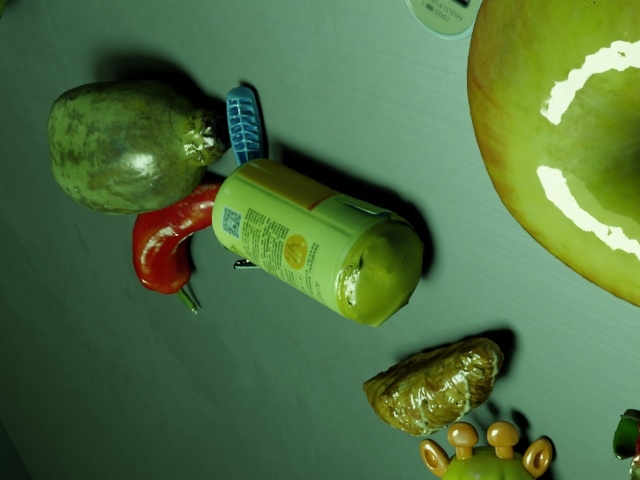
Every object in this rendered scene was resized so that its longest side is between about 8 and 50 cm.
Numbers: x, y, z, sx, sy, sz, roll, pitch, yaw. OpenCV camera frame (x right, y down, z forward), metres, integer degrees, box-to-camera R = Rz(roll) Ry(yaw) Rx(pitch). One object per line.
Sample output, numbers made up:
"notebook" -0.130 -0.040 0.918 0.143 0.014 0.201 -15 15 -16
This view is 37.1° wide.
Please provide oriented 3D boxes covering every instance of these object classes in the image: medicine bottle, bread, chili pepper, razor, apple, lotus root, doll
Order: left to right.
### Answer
"lotus root" -0.234 -0.122 1.190 0.309 0.173 0.173 -1 121 46
"chili pepper" -0.201 0.004 1.333 0.137 0.092 0.368 39 151 2
"razor" -0.080 -0.068 1.132 0.082 0.042 0.253 -3 130 5
"medicine bottle" 0.000 0.000 1.020 0.239 0.124 0.124 26 141 37
"bread" 0.123 0.164 1.032 0.076 0.105 0.233 55 146 -1
"doll" 0.195 0.291 1.071 0.143 0.135 0.221 -4 117 19
"apple" 0.221 -0.095 0.500 0.286 0.233 0.286 30 140 29

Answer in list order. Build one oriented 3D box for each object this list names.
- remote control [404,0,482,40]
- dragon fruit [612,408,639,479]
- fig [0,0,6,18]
"remote control" 0.111 -0.248 0.675 0.087 0.047 0.244 37 146 19
"dragon fruit" 0.336 0.169 0.663 0.274 0.193 0.192 19 107 44
"fig" -0.540 -0.357 1.285 0.239 0.239 0.271 49 162 7
